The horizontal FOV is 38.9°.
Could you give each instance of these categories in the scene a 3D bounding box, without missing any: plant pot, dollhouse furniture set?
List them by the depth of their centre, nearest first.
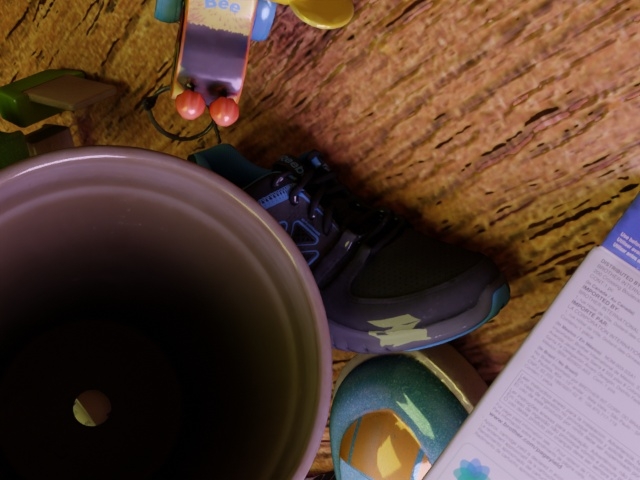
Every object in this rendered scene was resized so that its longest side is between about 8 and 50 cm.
[{"bbox_3d":[-0.183,0.120,0.758,0.323,0.323,0.280,52,156,3],"label":"plant pot"},{"bbox_3d":[-0.285,-0.011,0.993,0.151,0.197,0.302,16,125,35],"label":"dollhouse furniture set"}]

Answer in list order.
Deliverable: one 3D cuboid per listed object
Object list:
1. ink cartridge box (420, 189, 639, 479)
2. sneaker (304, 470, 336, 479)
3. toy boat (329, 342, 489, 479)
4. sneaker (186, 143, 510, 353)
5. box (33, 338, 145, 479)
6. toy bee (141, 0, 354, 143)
[{"bbox_3d":[0.210,0.140,0.638,0.185,0.065,0.311,37,99,19],"label":"ink cartridge box"},{"bbox_3d":[0.007,0.324,1.044,0.208,0.081,0.094,-11,116,54],"label":"sneaker"},{"bbox_3d":[0.129,0.224,0.794,0.318,0.148,0.268,17,127,36],"label":"toy boat"},{"bbox_3d":[0.000,0.000,0.784,0.340,0.125,0.140,11,117,36],"label":"sneaker"},{"bbox_3d":[-0.188,0.147,0.994,0.243,0.213,0.117,52,141,3],"label":"box"},{"bbox_3d":[-0.070,-0.169,0.705,0.195,0.162,0.298,-9,130,-1],"label":"toy bee"}]
